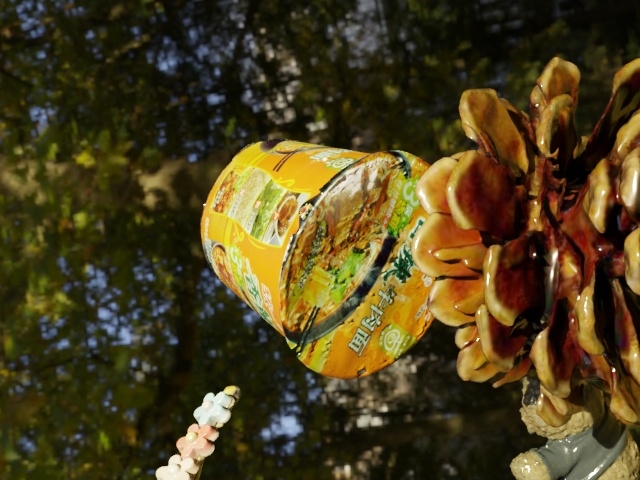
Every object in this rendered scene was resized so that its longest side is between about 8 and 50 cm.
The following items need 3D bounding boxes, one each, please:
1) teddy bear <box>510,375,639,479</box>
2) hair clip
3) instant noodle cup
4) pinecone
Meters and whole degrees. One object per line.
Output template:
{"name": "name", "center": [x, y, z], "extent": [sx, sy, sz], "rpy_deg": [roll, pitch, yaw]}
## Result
{"name": "teddy bear", "center": [0.293, 0.238, 1.197], "extent": [0.182, 0.129, 0.251], "rpy_deg": [-51, -45, -51]}
{"name": "hair clip", "center": [-0.162, 0.270, 1.365], "extent": [0.056, 0.062, 0.214], "rpy_deg": [46, -129, -38]}
{"name": "instant noodle cup", "center": [0.000, 0.000, 1.073], "extent": [0.230, 0.182, 0.230], "rpy_deg": [-17, -62, -34]}
{"name": "pinecone", "center": [0.300, -0.008, 0.972], "extent": [0.384, 0.384, 0.384], "rpy_deg": [-8, -90, -73]}
